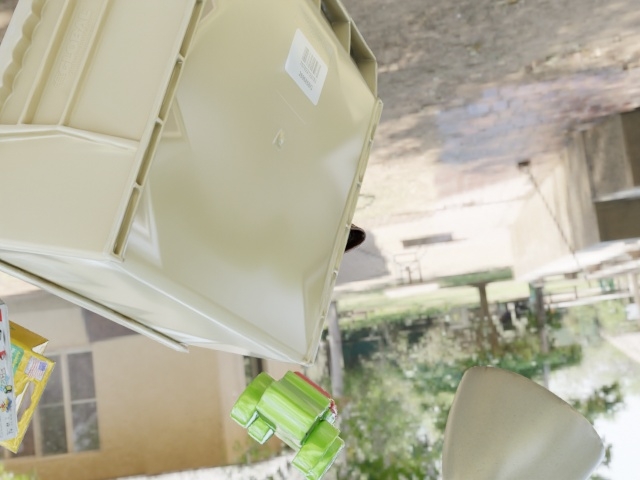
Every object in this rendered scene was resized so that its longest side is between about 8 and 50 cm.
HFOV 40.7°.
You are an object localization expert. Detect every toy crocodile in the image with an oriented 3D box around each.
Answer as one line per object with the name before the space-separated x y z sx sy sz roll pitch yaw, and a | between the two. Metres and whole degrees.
toy crocodile | -0.024 0.213 1.040 0.115 0.105 0.340 34 166 14

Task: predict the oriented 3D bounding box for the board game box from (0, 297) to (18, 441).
board game box | -0.507 0.138 1.233 0.053 0.193 0.305 -10 -160 -34

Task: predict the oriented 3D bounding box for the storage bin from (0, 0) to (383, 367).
storage bin | -0.076 -0.071 0.575 0.123 0.260 0.262 7 163 26

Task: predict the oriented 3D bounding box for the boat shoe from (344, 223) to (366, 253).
boat shoe | 0.000 0.000 1.513 0.073 0.073 0.207 15 -158 36

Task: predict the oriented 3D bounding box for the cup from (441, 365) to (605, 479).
cup | 0.383 0.456 1.796 0.237 0.331 0.331 -51 -165 -24

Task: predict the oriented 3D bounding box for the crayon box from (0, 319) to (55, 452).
crayon box | -0.667 0.238 1.652 0.323 0.203 0.083 26 -172 5
